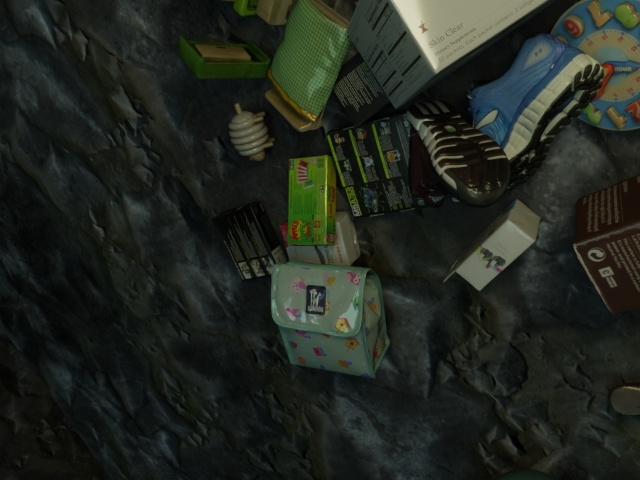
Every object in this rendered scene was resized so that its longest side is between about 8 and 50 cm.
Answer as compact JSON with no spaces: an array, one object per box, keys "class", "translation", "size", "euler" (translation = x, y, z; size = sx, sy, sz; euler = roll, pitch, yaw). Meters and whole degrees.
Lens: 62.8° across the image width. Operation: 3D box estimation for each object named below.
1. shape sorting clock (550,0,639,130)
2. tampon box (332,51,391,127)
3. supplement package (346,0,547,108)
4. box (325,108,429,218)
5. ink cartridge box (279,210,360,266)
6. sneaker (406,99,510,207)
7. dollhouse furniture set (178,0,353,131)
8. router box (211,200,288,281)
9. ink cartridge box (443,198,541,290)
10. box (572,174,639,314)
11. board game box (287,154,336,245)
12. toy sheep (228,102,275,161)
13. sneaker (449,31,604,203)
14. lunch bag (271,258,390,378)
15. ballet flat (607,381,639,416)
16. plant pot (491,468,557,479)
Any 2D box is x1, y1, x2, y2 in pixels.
[{"class":"shape sorting clock","translation":[0.419,-0.252,0.759],"size":[0.206,0.040,0.206],"euler":[41,157,22]},{"class":"tampon box","translation":[0.116,-0.289,0.905],"size":[0.161,0.120,0.101],"euler":[-29,97,36]},{"class":"supplement package","translation":[0.194,-0.329,0.712],"size":[0.262,0.204,0.145],"euler":[-35,95,-4]},{"class":"box","translation":[0.122,-0.145,1.026],"size":[0.184,0.045,0.190],"euler":[-8,112,34]},{"class":"ink cartridge box","translation":[0.000,0.000,1.154],"size":[0.151,0.063,0.109],"euler":[-3,113,30]},{"class":"sneaker","translation":[0.210,-0.099,0.844],"size":[0.107,0.281,0.162],"euler":[-5,129,-5]},{"class":"dollhouse furniture set","translation":[-0.105,-0.341,0.904],"size":[0.301,0.151,0.197],"euler":[50,134,33]},{"class":"router box","translation":[-0.168,0.005,1.258],"size":[0.133,0.046,0.178],"euler":[-13,108,33]},{"class":"ink cartridge box","translation":[0.315,0.020,0.968],"size":[0.062,0.104,0.181],"euler":[41,127,5]},{"class":"box","translation":[0.578,-0.046,0.740],"size":[0.382,0.191,0.143],"euler":[-28,101,37]},{"class":"board game box","translation":[-0.017,-0.080,1.086],"size":[0.092,0.043,0.181],"euler":[-1,86,29]},{"class":"toy sheep","translation":[-0.150,-0.228,1.105],"size":[0.091,0.091,0.132],"euler":[-4,118,30]},{"class":"sneaker","translation":[0.305,-0.191,0.868],"size":[0.147,0.130,0.330],"euler":[61,144,27]},{"class":"lunch bag","translation":[0.021,0.159,1.152],"size":[0.224,0.160,0.262],"euler":[4,128,25]},{"class":"ballet flat","translation":[0.666,0.296,0.958],"size":[0.250,0.058,0.084],"euler":[-6,76,25]},{"class":"plant pot","translation":[0.459,0.624,1.147],"size":[0.291,0.195,0.290],"euler":[12,120,22]}]
